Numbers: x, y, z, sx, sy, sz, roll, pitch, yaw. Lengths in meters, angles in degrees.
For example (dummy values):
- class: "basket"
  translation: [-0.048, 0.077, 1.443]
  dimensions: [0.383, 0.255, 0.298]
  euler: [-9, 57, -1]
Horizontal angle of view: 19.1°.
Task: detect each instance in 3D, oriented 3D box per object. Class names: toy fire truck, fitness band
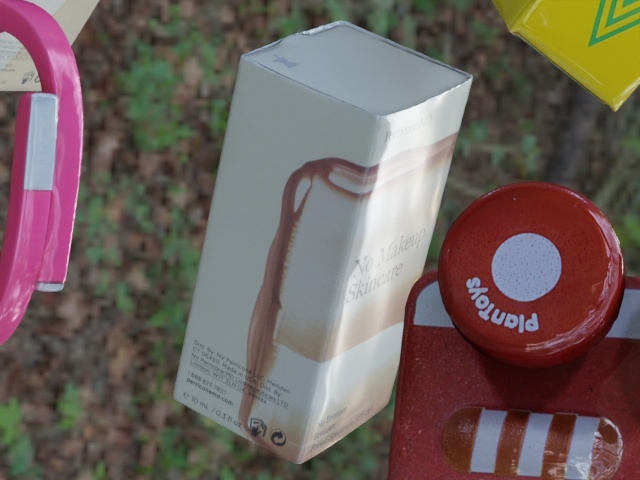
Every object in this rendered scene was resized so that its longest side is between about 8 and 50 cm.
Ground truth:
- class: "toy fire truck"
  translation: [0.180, 0.115, 1.049]
  dimensions: [0.169, 0.302, 0.254]
  euler: [57, 39, -71]
- class: "fitness band"
  translation: [-0.273, -0.054, 1.555]
  dimensions: [0.054, 0.209, 0.290]
  euler: [3, 98, -40]

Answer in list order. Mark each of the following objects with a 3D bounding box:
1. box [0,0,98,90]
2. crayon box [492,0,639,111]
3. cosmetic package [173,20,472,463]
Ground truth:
- class: "box"
  translation: [-0.259, -0.300, 1.754]
  dimensions: [0.311, 0.148, 0.121]
  euler: [-52, 157, 23]
- class: "crayon box"
  translation: [0.219, -0.301, 1.272]
  dimensions: [0.106, 0.313, 0.363]
  euler: [31, 21, -23]
- class: "cosmetic package"
  translation: [0.000, 0.000, 1.457]
  dimensions: [0.153, 0.129, 0.296]
  euler: [-28, 137, -52]
